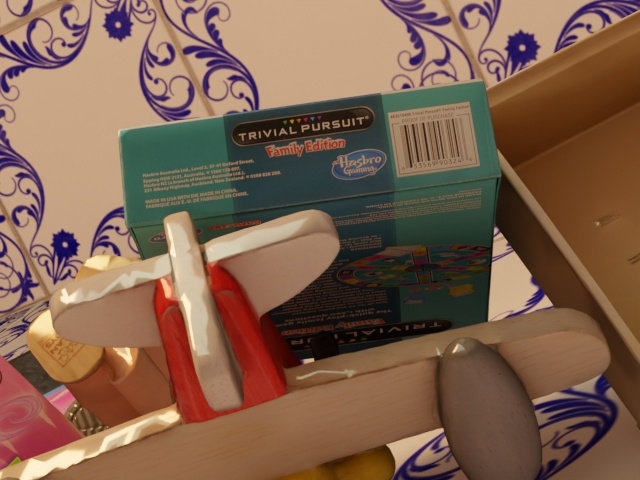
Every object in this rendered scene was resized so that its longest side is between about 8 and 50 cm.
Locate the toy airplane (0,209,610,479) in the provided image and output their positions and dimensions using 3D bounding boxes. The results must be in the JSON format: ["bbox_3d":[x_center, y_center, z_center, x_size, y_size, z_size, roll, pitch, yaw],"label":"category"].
[{"bbox_3d":[-0.040,0.152,1.326,0.384,0.272,0.386,6,-32,-40],"label":"toy airplane"}]

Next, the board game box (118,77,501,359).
[{"bbox_3d":[0.000,0.000,1.444,0.253,0.079,0.336,-7,-21,0],"label":"board game box"}]

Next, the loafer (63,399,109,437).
[{"bbox_3d":[-0.157,0.184,2.099,0.251,0.094,0.087,-17,-15,3],"label":"loafer"}]

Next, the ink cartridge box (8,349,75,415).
[{"bbox_3d":[-0.342,0.219,2.191,0.371,0.069,0.176,-30,44,-13],"label":"ink cartridge box"}]

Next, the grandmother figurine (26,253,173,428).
[{"bbox_3d":[-0.148,0.144,1.714,0.208,0.104,0.342,-42,-30,-5],"label":"grandmother figurine"}]

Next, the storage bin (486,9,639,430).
[{"bbox_3d":[0.279,-0.033,1.442,0.260,0.262,0.123,-28,-28,-11],"label":"storage bin"}]

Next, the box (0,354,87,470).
[{"bbox_3d":[-0.276,0.233,1.534,0.213,0.243,0.117,-36,-14,-49],"label":"box"}]
